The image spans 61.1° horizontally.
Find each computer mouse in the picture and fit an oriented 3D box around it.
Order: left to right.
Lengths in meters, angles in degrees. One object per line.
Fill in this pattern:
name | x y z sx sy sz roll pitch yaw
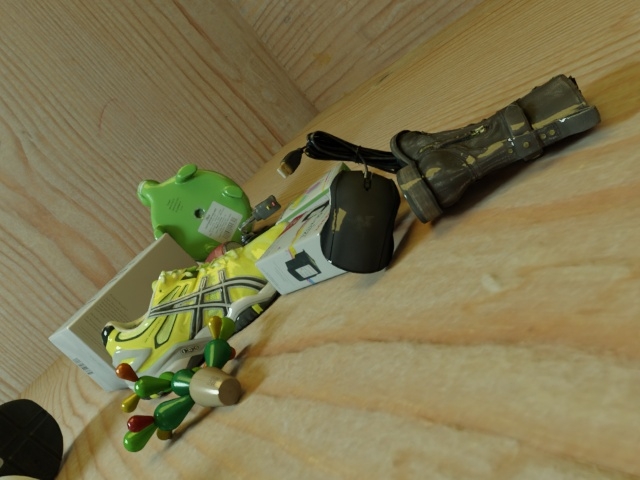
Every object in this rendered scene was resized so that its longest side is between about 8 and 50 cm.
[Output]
computer mouse | 0.025 -0.074 0.727 0.262 0.184 0.060 -70 -7 -46

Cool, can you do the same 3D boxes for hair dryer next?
hair dryer | -0.163 0.041 1.158 0.293 0.080 0.223 -44 -12 -3

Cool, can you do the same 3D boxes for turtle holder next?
turtle holder | -0.331 -0.056 1.435 0.320 0.244 0.227 -4 -6 1

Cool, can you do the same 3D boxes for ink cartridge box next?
ink cartridge box | -0.023 -0.058 1.077 0.209 0.062 0.109 -35 16 25
ink cartridge box | 0.000 0.000 0.824 0.175 0.072 0.127 -25 20 49

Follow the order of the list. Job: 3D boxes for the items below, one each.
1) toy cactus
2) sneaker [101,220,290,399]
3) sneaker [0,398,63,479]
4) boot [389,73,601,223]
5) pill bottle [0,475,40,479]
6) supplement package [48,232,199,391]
toy cactus | -0.169 0.179 0.715 0.180 0.112 0.219 -8 26 48
sneaker | -0.194 0.092 0.910 0.384 0.147 0.145 -43 13 -10
sneaker | -0.606 0.454 0.859 0.257 0.169 0.447 -37 17 11
boot | 0.208 -0.128 0.677 0.229 0.091 0.263 -31 21 18
pill bottle | -0.307 0.343 0.414 0.169 0.169 0.301 -36 15 20
supplement package | -0.401 0.157 1.189 0.175 0.177 0.293 -24 22 50
